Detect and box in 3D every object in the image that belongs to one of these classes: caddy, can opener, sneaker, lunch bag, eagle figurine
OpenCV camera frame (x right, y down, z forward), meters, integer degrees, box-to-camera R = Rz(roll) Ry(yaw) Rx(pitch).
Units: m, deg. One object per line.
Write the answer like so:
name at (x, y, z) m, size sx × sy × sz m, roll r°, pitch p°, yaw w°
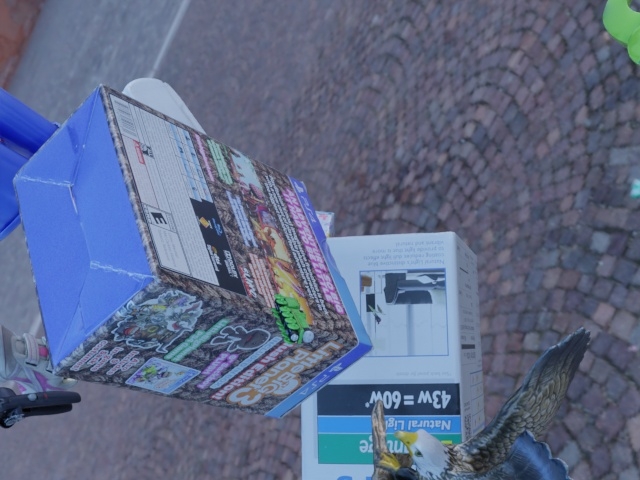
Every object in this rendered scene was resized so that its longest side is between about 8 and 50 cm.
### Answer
caddy at (-0.534, -0.080, 1.437) m, size 0.341 × 0.179 × 0.241 m, roll -29°, pitch 40°, yaw 28°
can opener at (-0.470, 0.268, 1.539) m, size 0.059 × 0.186 × 0.073 m, roll -37°, pitch 65°, yaw 28°
sneaker at (-0.525, 0.213, 1.696) m, size 0.111 × 0.252 × 0.103 m, roll -19°, pitch 62°, yaw 4°
lunch bag at (0.000, 0.000, 1.688) m, size 0.083 × 0.053 × 0.071 m, roll 85°, pitch -167°, yaw -47°
eagle figurine at (0.168, 0.242, 0.976) m, size 0.298 × 0.225 × 0.226 m, roll -23°, pitch 73°, yaw 31°

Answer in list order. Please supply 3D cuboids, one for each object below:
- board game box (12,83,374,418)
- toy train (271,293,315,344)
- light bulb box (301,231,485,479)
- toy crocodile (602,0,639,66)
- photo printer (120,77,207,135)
board game box at (-0.121, 0.022, 0.906) m, size 0.141 × 0.291 × 0.232 m, roll -40°, pitch 52°, yaw 23°
toy train at (-0.022, 0.063, 0.745) m, size 0.083 × 0.023 × 0.017 m, roll -126°, pitch 48°, yaw -69°
light bulb box at (0.119, 0.187, 1.381) m, size 0.358 × 0.225 × 0.361 m, roll 24°, pitch -116°, yaw -74°
toy crocodile at (0.551, -0.263, 1.312) m, size 0.340 × 0.115 × 0.105 m, roll 31°, pitch 103°, yaw 36°
photo printer at (-0.264, -0.060, 1.451) m, size 0.256 × 0.107 × 0.307 m, roll 55°, pitch 138°, yaw 14°
